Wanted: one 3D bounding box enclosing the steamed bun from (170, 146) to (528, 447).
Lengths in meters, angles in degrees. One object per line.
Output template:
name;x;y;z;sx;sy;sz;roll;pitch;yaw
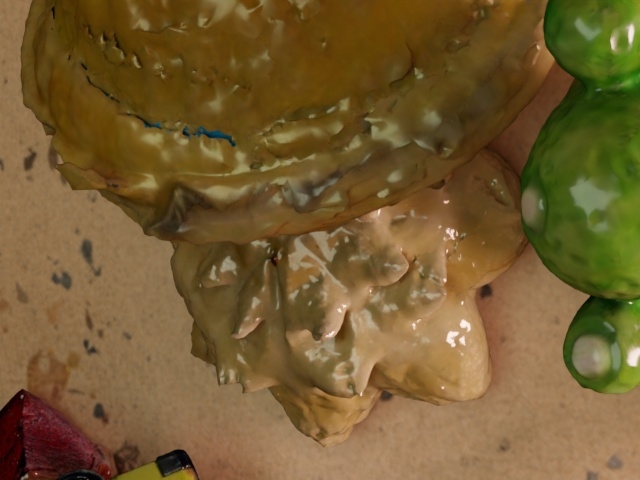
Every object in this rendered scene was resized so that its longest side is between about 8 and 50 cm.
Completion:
steamed bun;0.000;0.000;1.172;0.295;0.137;0.292;-37;78;23

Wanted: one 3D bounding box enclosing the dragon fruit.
dragon fruit;-0.211;0.193;1.317;0.096;0.147;0.102;35;113;-22

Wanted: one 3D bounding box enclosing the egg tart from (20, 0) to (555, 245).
egg tart;-0.029;-0.174;1.075;0.388;0.169;0.388;-12;50;15

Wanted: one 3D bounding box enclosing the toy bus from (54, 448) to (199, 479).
toy bus;-0.186;0.266;1.210;0.262;0.128;0.150;-22;55;-9

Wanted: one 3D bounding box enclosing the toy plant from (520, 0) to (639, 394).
toy plant;0.185;-0.035;0.969;0.184;0.316;0.224;5;95;27
